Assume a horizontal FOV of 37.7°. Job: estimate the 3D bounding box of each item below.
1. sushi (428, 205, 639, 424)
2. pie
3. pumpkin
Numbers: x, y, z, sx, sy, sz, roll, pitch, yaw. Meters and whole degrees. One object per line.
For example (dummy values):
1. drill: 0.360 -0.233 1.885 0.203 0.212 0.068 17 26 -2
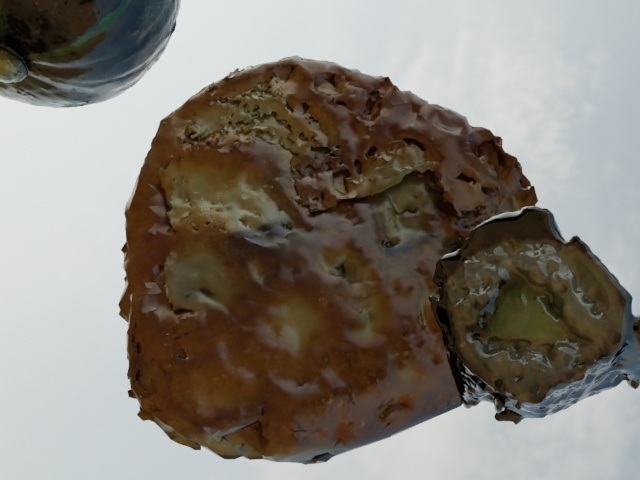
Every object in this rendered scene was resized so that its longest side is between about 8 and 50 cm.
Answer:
1. sushi: 0.108 0.039 0.464 0.084 0.098 0.094 69 -1 -66
2. pie: 0.000 -0.001 0.622 0.308 0.308 0.085 54 -19 23
3. pumpkin: -0.293 -0.260 0.967 0.315 0.315 0.238 -12 -127 50
